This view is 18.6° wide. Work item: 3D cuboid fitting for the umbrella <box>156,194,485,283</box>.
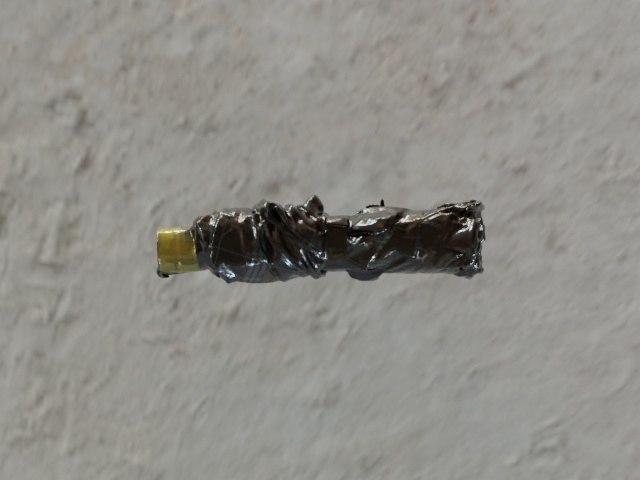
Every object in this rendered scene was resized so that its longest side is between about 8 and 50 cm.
[{"bbox_3d":[0.000,0.000,0.844,0.144,0.037,0.040,-2,99,2],"label":"umbrella"}]
